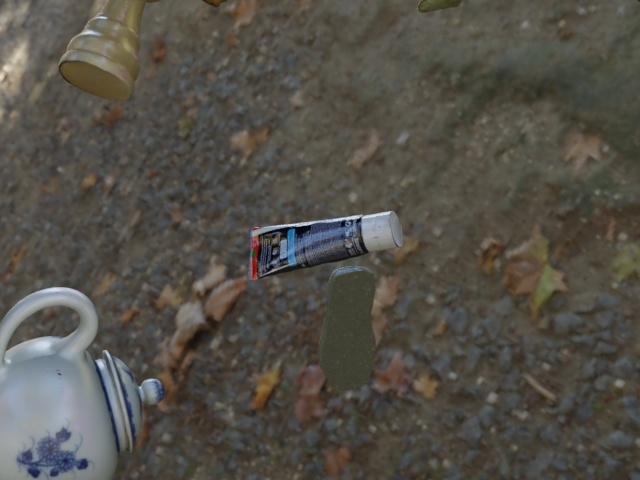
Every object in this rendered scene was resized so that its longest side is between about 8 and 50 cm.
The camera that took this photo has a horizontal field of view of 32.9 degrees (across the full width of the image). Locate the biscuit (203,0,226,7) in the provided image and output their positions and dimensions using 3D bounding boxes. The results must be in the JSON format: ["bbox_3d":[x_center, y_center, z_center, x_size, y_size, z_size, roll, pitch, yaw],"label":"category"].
[{"bbox_3d":[-0.071,-0.389,1.119,0.013,0.237,0.232,23,50,38],"label":"biscuit"}]

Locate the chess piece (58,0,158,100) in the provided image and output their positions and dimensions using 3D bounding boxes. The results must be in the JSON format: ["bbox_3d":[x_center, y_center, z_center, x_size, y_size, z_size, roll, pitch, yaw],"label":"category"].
[{"bbox_3d":[-0.286,-0.416,1.682,0.117,0.117,0.397,-11,58,55],"label":"chess piece"}]

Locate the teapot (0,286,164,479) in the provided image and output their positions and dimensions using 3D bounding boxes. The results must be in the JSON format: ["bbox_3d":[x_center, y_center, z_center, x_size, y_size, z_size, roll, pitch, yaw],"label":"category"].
[{"bbox_3d":[-0.367,0.258,1.608,0.252,0.280,0.424,-134,33,-57],"label":"teapot"}]

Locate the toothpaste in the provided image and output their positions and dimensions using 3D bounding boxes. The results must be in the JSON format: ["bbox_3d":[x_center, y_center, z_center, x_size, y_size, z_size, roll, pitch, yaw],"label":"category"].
[{"bbox_3d":[0.000,0.000,1.305,0.193,0.045,0.071,-11,62,19],"label":"toothpaste"}]

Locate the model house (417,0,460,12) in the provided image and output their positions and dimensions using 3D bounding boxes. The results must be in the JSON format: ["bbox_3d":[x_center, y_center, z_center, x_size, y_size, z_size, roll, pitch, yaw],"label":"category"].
[{"bbox_3d":[0.159,-0.455,1.661,0.325,0.267,0.194,-28,72,19],"label":"model house"}]

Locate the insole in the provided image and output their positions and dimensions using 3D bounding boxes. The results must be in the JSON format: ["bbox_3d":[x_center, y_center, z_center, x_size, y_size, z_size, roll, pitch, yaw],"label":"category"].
[{"bbox_3d":[0.028,0.093,1.095,0.192,0.063,0.010,91,166,-46],"label":"insole"}]
